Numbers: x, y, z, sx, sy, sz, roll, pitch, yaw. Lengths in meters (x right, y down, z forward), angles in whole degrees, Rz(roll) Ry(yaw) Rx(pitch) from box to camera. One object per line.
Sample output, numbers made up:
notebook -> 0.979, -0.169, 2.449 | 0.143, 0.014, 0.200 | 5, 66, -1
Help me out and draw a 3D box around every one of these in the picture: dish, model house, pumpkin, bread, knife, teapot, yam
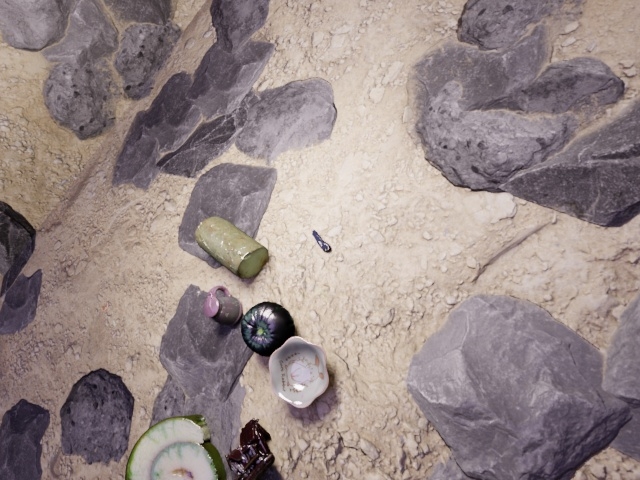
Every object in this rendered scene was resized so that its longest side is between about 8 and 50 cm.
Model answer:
dish -> -0.063, 0.446, 1.421 | 0.229, 0.081, 0.230 | -5, 75, 20
model house -> -0.247, 0.726, 1.405 | 0.164, 0.141, 0.203 | 43, 100, 22
pumpkin -> -0.188, 0.318, 1.502 | 0.201, 0.140, 0.202 | -1, 88, 19
bread -> -0.502, 0.821, 1.487 | 0.366, 0.129, 0.382 | 15, 71, 16
knife -> 0.000, 0.000, 1.568 | 0.031, 0.018, 0.121 | -48, 57, 17
teapot -> -0.384, 0.254, 1.629 | 0.116, 0.146, 0.148 | 7, 78, 32
yam -> -0.358, 0.027, 1.678 | 0.304, 0.168, 0.168 | 31, 91, 34
